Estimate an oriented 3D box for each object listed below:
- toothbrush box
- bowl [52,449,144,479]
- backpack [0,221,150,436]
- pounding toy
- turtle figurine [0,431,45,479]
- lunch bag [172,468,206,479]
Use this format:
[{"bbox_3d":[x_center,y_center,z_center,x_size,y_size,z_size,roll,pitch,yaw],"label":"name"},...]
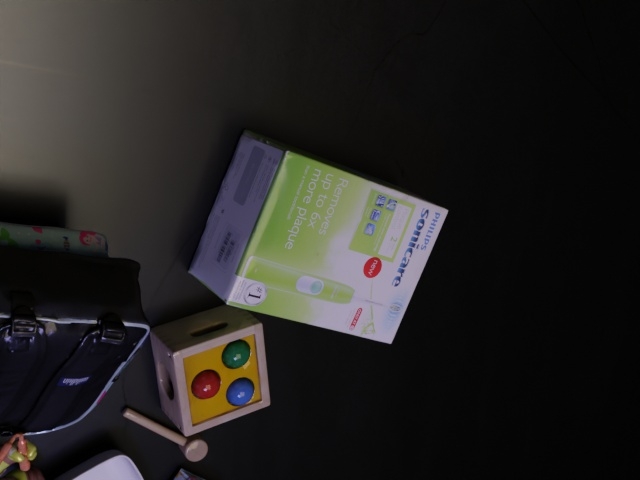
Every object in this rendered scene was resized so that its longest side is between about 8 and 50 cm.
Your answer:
[{"bbox_3d":[0.000,0.000,1.311,0.283,0.122,0.206,18,98,-38],"label":"toothbrush box"},{"bbox_3d":[-0.300,0.348,1.296,0.142,0.053,0.142,-30,122,-21],"label":"bowl"},{"bbox_3d":[-0.330,0.106,1.081,0.225,0.191,0.253,6,133,-35],"label":"backpack"},{"bbox_3d":[-0.163,0.213,1.305,0.181,0.094,0.206,-17,116,-27],"label":"pounding toy"},{"bbox_3d":[-0.414,0.313,1.126,0.269,0.087,0.217,-50,166,-4],"label":"turtle figurine"},{"bbox_3d":[-0.179,0.370,1.384,0.071,0.053,0.083,-52,136,-4],"label":"lunch bag"}]
